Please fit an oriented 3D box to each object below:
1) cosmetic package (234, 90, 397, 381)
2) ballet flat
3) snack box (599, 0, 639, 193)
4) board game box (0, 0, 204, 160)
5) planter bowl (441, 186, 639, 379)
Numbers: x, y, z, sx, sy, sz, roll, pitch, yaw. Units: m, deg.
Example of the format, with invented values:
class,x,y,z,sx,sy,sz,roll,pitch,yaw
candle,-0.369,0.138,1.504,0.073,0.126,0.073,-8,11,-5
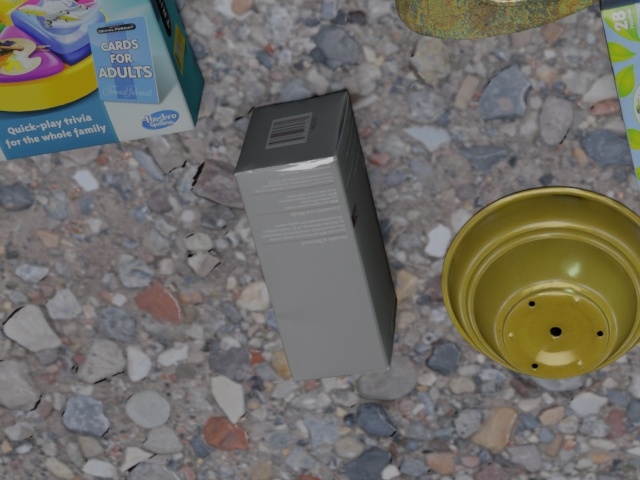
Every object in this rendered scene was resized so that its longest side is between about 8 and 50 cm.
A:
class,x,y,z,sx,sy,sz,roll,pitch,yaw
cosmetic package,0.000,0.000,1.717,0.107,0.127,0.238,-10,122,13
ballet flat,0.224,-0.254,1.532,0.348,0.123,0.123,-11,121,9
snack box,0.346,-0.141,1.624,0.174,0.070,0.207,-10,120,12
board game box,-0.270,-0.228,1.602,0.254,0.079,0.336,-9,129,11
planter bowl,0.222,0.065,1.756,0.217,0.090,0.217,2,123,4
